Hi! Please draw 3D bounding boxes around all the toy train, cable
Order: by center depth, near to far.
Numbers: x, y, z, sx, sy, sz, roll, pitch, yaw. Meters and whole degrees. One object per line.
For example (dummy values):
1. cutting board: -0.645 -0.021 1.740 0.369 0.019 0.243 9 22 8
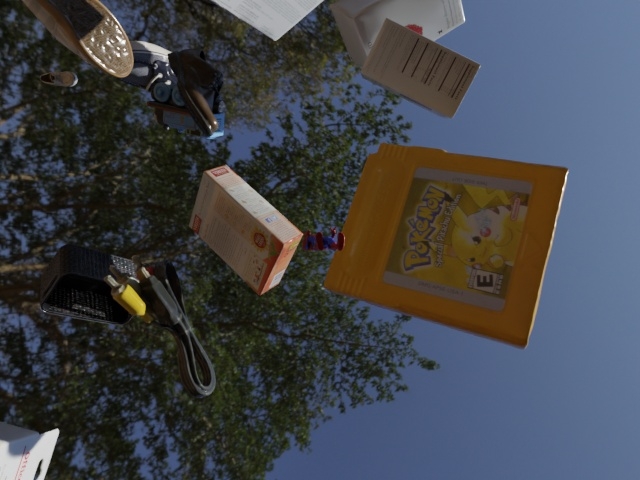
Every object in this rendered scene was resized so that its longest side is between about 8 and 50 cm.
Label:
1. cable: -0.280 0.153 0.841 0.072 0.139 0.288 -20 -74 16
2. toy train: -0.303 -0.294 1.030 0.184 0.080 0.105 14 -71 13

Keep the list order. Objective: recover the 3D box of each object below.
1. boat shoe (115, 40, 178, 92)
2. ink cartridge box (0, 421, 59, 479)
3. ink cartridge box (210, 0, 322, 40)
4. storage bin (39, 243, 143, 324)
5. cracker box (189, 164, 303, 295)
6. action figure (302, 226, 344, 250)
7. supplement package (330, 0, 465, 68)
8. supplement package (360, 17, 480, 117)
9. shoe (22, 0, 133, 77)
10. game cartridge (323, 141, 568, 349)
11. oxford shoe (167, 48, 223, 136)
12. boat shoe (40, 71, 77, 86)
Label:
1. boat shoe: -0.436 -0.440 1.276 0.127 0.340 0.158 -31 -101 40
2. ink cartridge box: -0.361 0.250 0.460 0.061 0.181 0.105 13 -102 7
3. ink cartridge box: -0.030 -0.374 0.584 0.232 0.189 0.066 -34 -100 23
4. storage bin: -0.468 0.096 0.948 0.122 0.180 0.084 -46 -134 21
5. cracker box: -0.160 -0.023 0.938 0.232 0.067 0.156 42 -50 15
6. action figure: 0.000 0.000 0.535 0.038 0.115 0.030 -4 -92 -12
7. supplement package: 0.209 -0.617 1.242 0.292 0.178 0.175 -32 -138 1
8. supplement package: 0.236 -0.410 1.107 0.243 0.139 0.134 27 -74 0
9. shoe: -0.356 -0.323 0.645 0.058 0.219 0.077 20 -108 31
10. game cartridge: 0.194 -0.011 0.736 0.323 0.053 0.286 14 -104 24
11. oxford shoe: -0.241 -0.314 0.932 0.096 0.083 0.227 -20 -111 -4
12. boat shoe: -0.639 -0.394 1.108 0.100 0.035 0.035 9 -73 19
